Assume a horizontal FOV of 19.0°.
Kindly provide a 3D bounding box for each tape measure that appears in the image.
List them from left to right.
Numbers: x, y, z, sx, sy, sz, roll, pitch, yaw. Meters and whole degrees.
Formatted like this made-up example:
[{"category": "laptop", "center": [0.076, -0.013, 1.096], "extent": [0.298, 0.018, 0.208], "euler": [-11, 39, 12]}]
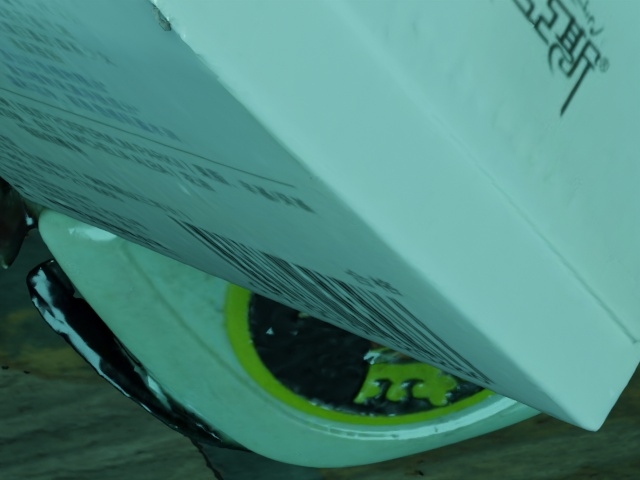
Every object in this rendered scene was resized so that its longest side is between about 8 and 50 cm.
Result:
[{"category": "tape measure", "center": [0.000, 0.000, 0.765], "extent": [0.235, 0.115, 0.207], "euler": [-17, 134, 8]}]

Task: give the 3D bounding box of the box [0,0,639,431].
[{"category": "box", "center": [-0.043, -0.076, 0.533], "extent": [0.274, 0.116, 0.203], "euler": [20, 164, 45]}]
